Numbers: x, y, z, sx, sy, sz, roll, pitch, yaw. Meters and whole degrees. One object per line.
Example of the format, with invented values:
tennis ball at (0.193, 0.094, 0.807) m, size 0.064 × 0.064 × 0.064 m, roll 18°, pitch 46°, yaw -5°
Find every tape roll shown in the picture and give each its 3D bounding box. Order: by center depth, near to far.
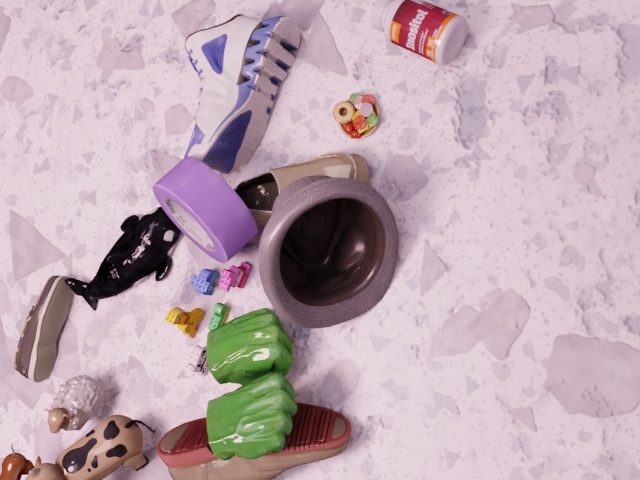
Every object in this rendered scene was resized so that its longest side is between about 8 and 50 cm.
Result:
tape roll at (-0.205, -0.053, 1.429) m, size 0.189 × 0.189 × 0.080 m, roll 37°, pitch 71°, yaw 24°

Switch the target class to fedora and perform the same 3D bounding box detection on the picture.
fedora at (0.000, 0.000, 1.339) m, size 0.244 × 0.275 × 0.124 m, roll -23°, pitch 38°, yaw -9°

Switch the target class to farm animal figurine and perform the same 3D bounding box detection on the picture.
farm animal figurine at (-0.435, 0.441, 1.441) m, size 0.330 × 0.172 × 0.326 m, roll 33°, pitch 68°, yaw 16°

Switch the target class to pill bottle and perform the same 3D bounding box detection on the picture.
pill bottle at (0.164, -0.363, 1.358) m, size 0.152 × 0.086 × 0.086 m, roll 31°, pitch 97°, yaw 25°

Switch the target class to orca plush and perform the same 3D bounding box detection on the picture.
orca plush at (-0.396, 0.026, 1.562) m, size 0.287 × 0.102 × 0.151 m, roll -25°, pitch 74°, yaw 20°

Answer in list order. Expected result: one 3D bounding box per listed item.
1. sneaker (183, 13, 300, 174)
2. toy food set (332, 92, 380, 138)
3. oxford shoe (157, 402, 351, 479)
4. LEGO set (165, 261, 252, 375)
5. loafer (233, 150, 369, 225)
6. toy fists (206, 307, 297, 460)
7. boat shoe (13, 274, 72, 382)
sneaker at (-0.180, -0.290, 1.499) m, size 0.182 × 0.127 × 0.315 m, roll 26°, pitch 88°, yaw 29°
toy food set at (0.067, -0.221, 1.422) m, size 0.083 × 0.020 × 0.083 m, roll -30°, pitch 72°, yaw 19°
oxford shoe at (-0.105, 0.373, 1.404) m, size 0.348 × 0.123 × 0.130 m, roll -9°, pitch 114°, yaw 18°
LEGO set at (-0.225, 0.131, 1.476) m, size 0.087 × 0.093 × 0.227 m, roll 24°, pitch 94°, yaw 25°
loafer at (-0.043, -0.088, 1.418) m, size 0.269 × 0.092 × 0.101 m, roll -19°, pitch 77°, yaw 22°
toy fists at (-0.110, 0.239, 1.360) m, size 0.142 × 0.096 × 0.279 m, roll -24°, pitch 43°, yaw 17°
boat shoe at (-0.572, 0.173, 1.638) m, size 0.069 × 0.081 × 0.227 m, roll 18°, pitch 94°, yaw 21°
